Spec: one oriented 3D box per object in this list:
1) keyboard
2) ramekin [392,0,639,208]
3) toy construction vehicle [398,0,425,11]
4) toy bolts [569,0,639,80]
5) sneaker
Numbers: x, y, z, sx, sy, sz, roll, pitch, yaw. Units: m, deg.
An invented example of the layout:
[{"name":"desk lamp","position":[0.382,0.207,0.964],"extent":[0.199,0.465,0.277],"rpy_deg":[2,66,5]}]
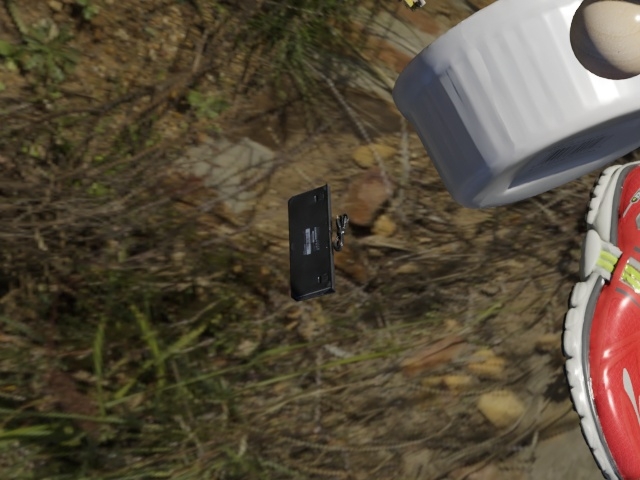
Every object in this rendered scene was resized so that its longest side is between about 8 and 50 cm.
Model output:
[{"name":"keyboard","position":[0.000,0.000,1.711],"extent":[0.108,0.023,0.180],"rpy_deg":[-18,62,30]},{"name":"ramekin","position":[0.222,-0.139,1.091],"extent":[0.277,0.277,0.135],"rpy_deg":[-25,78,17]},{"name":"toy construction vehicle","position":[0.130,-0.297,1.271],"extent":[0.086,0.098,0.035],"rpy_deg":[-36,89,0]},{"name":"toy bolts","position":[0.231,-0.163,0.626],"extent":[0.158,0.228,0.218],"rpy_deg":[-38,109,-6]},{"name":"sneaker","position":[0.262,0.053,0.868],"extent":[0.118,0.107,0.279],"rpy_deg":[-2,62,30]}]
